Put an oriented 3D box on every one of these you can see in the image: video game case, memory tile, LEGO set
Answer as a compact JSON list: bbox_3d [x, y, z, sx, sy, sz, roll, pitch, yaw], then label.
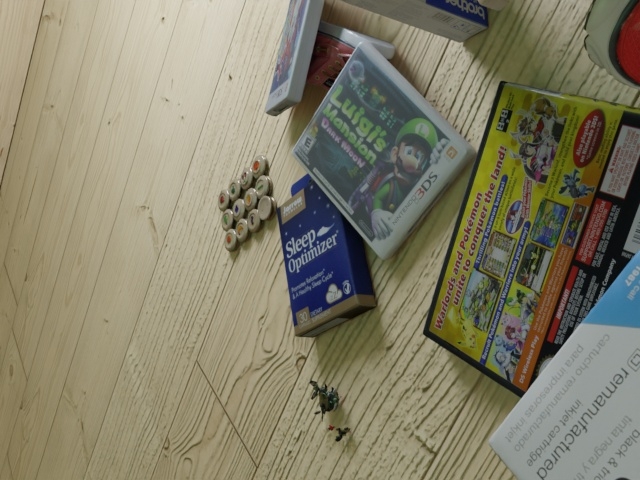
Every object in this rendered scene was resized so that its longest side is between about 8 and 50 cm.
[{"bbox_3d":[0.219,0.011,0.661,0.248,0.035,0.274,31,110,51],"label":"video game case"},{"bbox_3d":[-0.118,-0.056,1.146,0.148,0.012,0.113,-37,56,44],"label":"memory tile"},{"bbox_3d":[0.064,-0.102,0.852,0.190,0.022,0.173,51,126,22],"label":"video game case"},{"bbox_3d":[-0.031,-0.275,0.986,0.183,0.023,0.201,-164,88,-77],"label":"video game case"},{"bbox_3d":[0.015,0.210,0.922,0.054,0.023,0.083,-36,70,48],"label":"LEGO set"}]

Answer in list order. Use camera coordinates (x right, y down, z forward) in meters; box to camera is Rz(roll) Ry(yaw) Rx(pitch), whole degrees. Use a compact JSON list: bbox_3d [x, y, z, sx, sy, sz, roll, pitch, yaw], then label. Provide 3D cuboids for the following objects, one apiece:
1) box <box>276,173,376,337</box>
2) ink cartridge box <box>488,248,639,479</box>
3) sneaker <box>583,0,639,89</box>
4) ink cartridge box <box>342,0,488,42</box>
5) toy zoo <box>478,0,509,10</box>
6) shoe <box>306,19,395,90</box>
[{"bbox_3d":[0.000,0.000,0.960,0.136,0.037,0.225,-33,57,46],"label":"box"},{"bbox_3d":[0.275,0.142,0.376,0.198,0.197,0.270,-56,36,12],"label":"ink cartridge box"},{"bbox_3d":[0.314,-0.239,0.545,0.118,0.107,0.279,37,118,30],"label":"sneaker"},{"bbox_3d":[0.082,-0.278,0.746,0.046,0.207,0.097,-18,71,52],"label":"ink cartridge box"},{"bbox_3d":[0.195,-0.351,0.563,0.293,0.030,0.192,-41,60,42],"label":"toy zoo"},{"bbox_3d":[0.030,-0.227,0.936,0.178,0.064,0.081,42,119,54],"label":"shoe"}]
